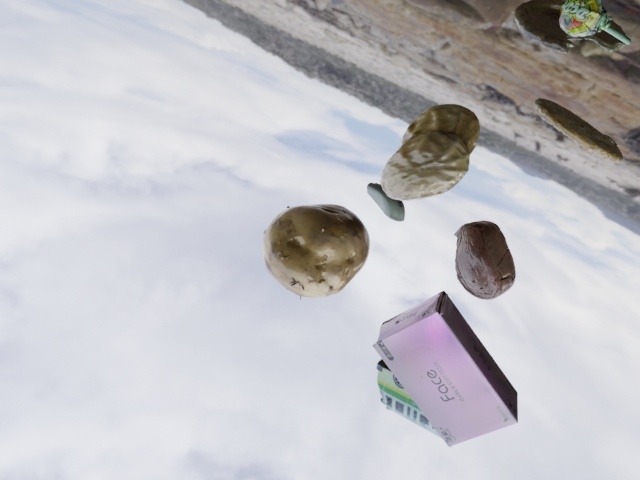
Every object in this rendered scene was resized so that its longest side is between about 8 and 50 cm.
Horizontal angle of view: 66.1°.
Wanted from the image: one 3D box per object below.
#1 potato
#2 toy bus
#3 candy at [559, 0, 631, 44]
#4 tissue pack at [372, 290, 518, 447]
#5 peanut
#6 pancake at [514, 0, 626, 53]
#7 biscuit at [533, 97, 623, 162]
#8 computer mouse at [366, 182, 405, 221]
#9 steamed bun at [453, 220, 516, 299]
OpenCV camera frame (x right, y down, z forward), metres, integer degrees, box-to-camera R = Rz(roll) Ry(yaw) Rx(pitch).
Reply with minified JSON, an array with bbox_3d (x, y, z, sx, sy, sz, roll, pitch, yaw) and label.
[{"bbox_3d":[0.004,0.002,0.755,0.161,0.128,0.234,35,-151,28],"label":"potato"},{"bbox_3d":[0.294,0.438,1.394,0.276,0.165,0.133,19,-159,38],"label":"toy bus"},{"bbox_3d":[0.628,-0.469,1.087,0.305,0.083,0.091,-1,-129,-38],"label":"candy"},{"bbox_3d":[0.232,0.234,0.899,0.246,0.148,0.092,53,-152,-3],"label":"tissue pack"},{"bbox_3d":[0.220,-0.178,0.988,0.110,0.196,0.233,49,-127,-24],"label":"peanut"},{"bbox_3d":[0.638,-0.546,1.257,0.288,0.033,0.286,23,-131,10],"label":"pancake"},{"bbox_3d":[0.549,-0.237,1.048,0.219,0.033,0.220,22,-146,-16],"label":"biscuit"},{"bbox_3d":[0.213,-0.136,1.570,0.089,0.056,0.182,2,-139,-46],"label":"computer mouse"},{"bbox_3d":[0.352,0.043,1.085,0.144,0.106,0.175,-15,-92,-51],"label":"steamed bun"}]
